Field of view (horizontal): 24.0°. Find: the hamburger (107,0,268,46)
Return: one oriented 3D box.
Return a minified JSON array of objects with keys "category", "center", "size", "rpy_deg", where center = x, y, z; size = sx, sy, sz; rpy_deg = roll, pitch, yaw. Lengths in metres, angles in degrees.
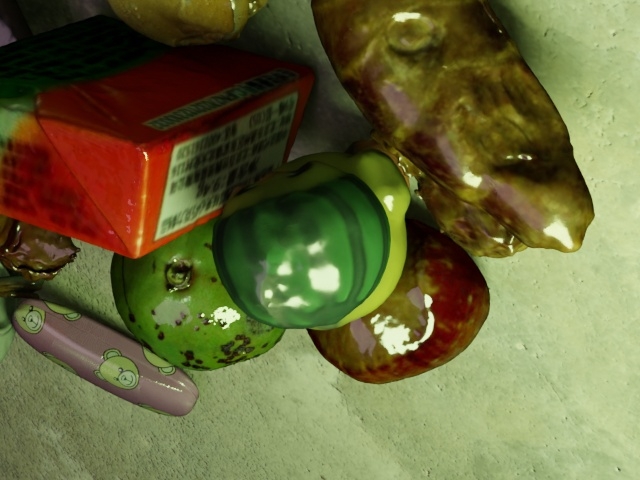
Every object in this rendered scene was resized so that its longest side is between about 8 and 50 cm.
[{"category":"hamburger","center":[-0.166,-0.318,1.729],"size":[0.214,0.108,0.213],"rpy_deg":[23,140,21]}]

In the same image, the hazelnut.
[{"category":"hazelnut","center":[0.087,0.084,1.837],"size":[0.234,0.218,0.218],"rpy_deg":[10,132,32]}]

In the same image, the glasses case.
[{"category":"glasses case","center":[-0.336,0.184,2.345],"size":[0.316,0.076,0.123],"rpy_deg":[28,152,-3]}]

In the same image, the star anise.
[{"category":"star anise","center":[-0.456,0.005,2.226],"size":[0.237,0.148,0.346],"rpy_deg":[28,161,9]}]

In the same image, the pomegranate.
[{"category":"pomegranate","center":[-0.146,0.049,1.980],"size":[0.254,0.270,0.254],"rpy_deg":[1,95,13]}]

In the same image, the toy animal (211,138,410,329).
[{"category":"toy animal","center":[0.001,0.003,1.651],"size":[0.216,0.338,0.191],"rpy_deg":[-21,95,13]}]

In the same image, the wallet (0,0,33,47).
[{"category":"wallet","center":[-0.472,-0.317,1.902],"size":[0.165,0.042,0.309],"rpy_deg":[-19,106,18]}]

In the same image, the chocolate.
[{"category":"chocolate","center":[-0.242,-0.131,1.751],"size":[0.341,0.360,0.161],"rpy_deg":[17,117,26]}]

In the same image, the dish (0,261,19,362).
[{"category":"dish","center":[-0.561,0.098,2.361],"size":[0.117,0.256,0.256],"rpy_deg":[-18,116,24]}]

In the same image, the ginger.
[{"category":"ginger","center":[0.124,-0.155,1.595],"size":[0.418,0.176,0.254],"rpy_deg":[54,167,-2]}]
